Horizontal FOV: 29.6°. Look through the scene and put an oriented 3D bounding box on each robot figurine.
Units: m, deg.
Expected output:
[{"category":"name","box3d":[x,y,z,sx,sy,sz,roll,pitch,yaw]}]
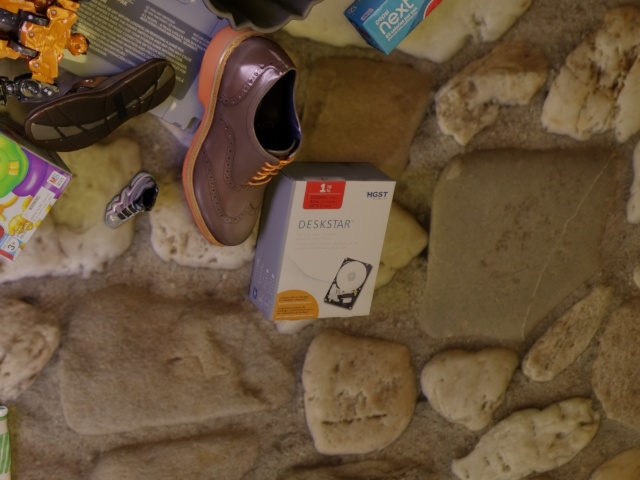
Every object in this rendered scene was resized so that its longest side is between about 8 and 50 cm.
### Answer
[{"category":"robot figurine","box3d":[-0.422,-0.285,1.473,0.291,0.085,0.211,16,113,-23]}]

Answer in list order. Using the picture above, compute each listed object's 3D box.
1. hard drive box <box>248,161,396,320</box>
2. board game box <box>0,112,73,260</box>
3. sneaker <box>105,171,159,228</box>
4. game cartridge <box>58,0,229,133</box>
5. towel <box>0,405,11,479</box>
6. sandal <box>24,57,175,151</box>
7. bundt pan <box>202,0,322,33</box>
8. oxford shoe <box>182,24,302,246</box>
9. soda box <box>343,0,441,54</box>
[{"category":"hard drive box","box3d":[0.000,0.000,1.880,0.181,0.089,0.232,-2,114,-28]},{"category":"board game box","box3d":[-0.481,-0.114,1.537,0.275,0.144,0.142,32,96,-35]},{"category":"sneaker","box3d":[-0.266,-0.049,1.727,0.038,0.069,0.098,34,95,-35]},{"category":"game cartridge","box3d":[-0.244,-0.289,1.635,0.297,0.062,0.198,27,95,-34]},{"category":"towel","box3d":[-0.579,0.396,1.796,0.248,0.038,0.325,-6,116,-26]},{"category":"sandal","box3d":[-0.294,-0.187,1.595,0.219,0.060,0.090,-33,143,-23]},{"category":"bundt pan","box3d":[-0.081,-0.442,1.560,0.331,0.124,0.331,-33,141,-33]},{"category":"oxford shoe","box3d":[-0.104,-0.119,1.705,0.130,0.133,0.363,-30,143,-35]},{"category":"soda box","box3d":[0.139,-0.377,1.786,0.210,0.067,0.071,-45,125,-1]}]
